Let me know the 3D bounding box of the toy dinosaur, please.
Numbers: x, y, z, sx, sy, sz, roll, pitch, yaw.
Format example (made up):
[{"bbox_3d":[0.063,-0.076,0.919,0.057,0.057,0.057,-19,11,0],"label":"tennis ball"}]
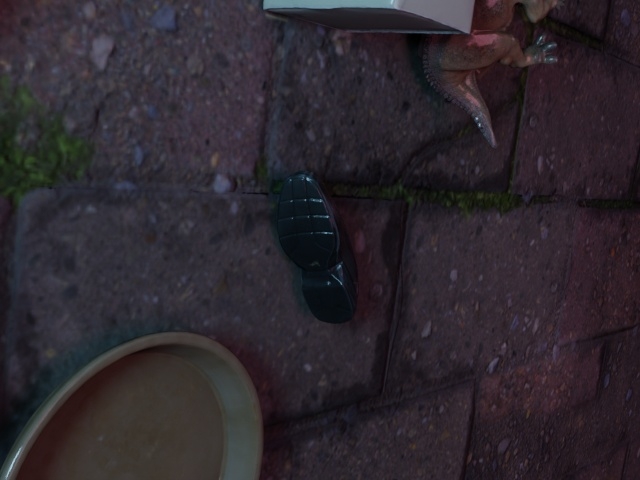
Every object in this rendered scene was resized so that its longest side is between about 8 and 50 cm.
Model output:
[{"bbox_3d":[0.157,-0.247,0.896,0.200,0.127,0.295,-13,123,-41],"label":"toy dinosaur"}]

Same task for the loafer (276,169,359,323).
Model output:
[{"bbox_3d":[0.000,0.000,0.822,0.061,0.062,0.170,-66,150,-50],"label":"loafer"}]

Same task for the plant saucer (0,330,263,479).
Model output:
[{"bbox_3d":[-0.154,0.206,0.693,0.278,0.041,0.277,-19,115,-47],"label":"plant saucer"}]

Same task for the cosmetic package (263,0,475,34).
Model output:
[{"bbox_3d":[0.059,-0.334,0.716,0.129,0.153,0.296,-1,102,-50],"label":"cosmetic package"}]
